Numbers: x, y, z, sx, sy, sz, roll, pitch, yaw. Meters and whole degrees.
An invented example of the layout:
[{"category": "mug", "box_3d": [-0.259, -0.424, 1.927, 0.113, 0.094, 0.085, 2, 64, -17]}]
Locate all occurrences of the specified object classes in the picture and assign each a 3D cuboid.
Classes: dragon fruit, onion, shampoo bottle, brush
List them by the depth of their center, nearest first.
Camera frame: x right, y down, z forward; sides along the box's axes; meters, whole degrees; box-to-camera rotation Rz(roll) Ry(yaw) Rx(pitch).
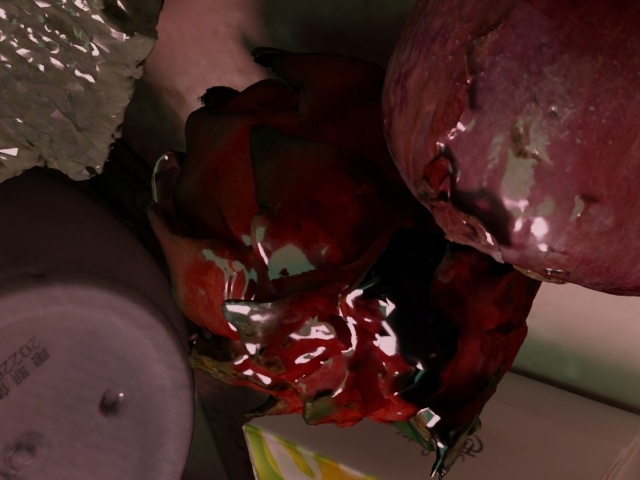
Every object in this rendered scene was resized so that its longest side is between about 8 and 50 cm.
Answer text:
[{"category": "onion", "box_3d": [0.114, -0.075, 0.582, 0.159, 0.159, 0.195, 31, 107, 17]}, {"category": "dragon fruit", "box_3d": [0.008, 0.003, 0.723, 0.189, 0.182, 0.182, 15, 137, 7]}, {"category": "brush", "box_3d": [-0.143, -0.062, 0.911, 0.190, 0.027, 0.034, 47, 143, -3]}, {"category": "shampoo bottle", "box_3d": [-0.229, 0.078, 0.914, 0.266, 0.273, 0.273, 22, 139, 46]}]

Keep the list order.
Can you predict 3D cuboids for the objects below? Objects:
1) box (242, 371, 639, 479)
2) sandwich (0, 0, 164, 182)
[{"category": "box", "box_3d": [0.080, 0.190, 0.881, 0.194, 0.111, 0.260, 17, 133, 31]}, {"category": "sandwich", "box_3d": [-0.207, -0.140, 0.729, 0.325, 0.131, 0.262, 0, 146, 20]}]
